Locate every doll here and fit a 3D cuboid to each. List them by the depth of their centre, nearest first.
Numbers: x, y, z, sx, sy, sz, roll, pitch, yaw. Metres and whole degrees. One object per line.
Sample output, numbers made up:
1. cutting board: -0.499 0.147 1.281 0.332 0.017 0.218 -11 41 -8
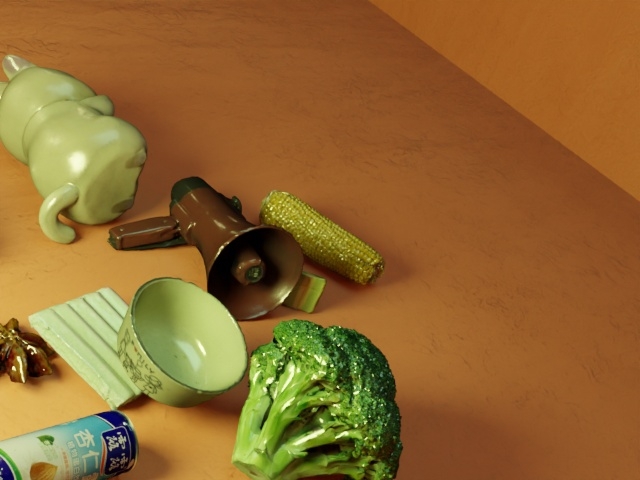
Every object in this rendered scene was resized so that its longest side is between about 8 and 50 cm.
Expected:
1. doll: -0.470 -0.181 1.975 0.226 0.215 0.370 -13 47 -26

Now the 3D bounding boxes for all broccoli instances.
1. broccoli: -0.002 0.268 1.600 0.308 0.308 0.275 33 64 13

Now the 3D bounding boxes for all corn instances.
1. corn: 0.000 0.000 2.170 0.293 0.106 0.106 34 30 10

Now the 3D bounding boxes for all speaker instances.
1. speaker: -0.226 0.015 1.971 0.259 0.198 0.329 -38 42 -16

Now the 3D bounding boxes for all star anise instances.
1. star anise: -0.474 0.161 1.575 0.167 0.057 0.168 19 31 -12

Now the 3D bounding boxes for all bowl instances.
1. bowl: -0.227 0.173 1.617 0.211 0.112 0.211 30 34 -23

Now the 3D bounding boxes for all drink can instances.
1. drink can: -0.365 0.298 1.401 0.235 0.097 0.097 -9 44 -45

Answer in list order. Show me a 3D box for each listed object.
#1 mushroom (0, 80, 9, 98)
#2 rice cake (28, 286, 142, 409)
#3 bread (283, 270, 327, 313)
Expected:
1. mushroom: -0.591 -0.269 2.150 0.212 0.088 0.097 15 -2 -29
2. rice cake: -0.333 0.164 1.656 0.198 0.037 0.189 48 33 12
3. bread: -0.033 0.065 2.047 0.074 0.084 0.139 18 29 -11
